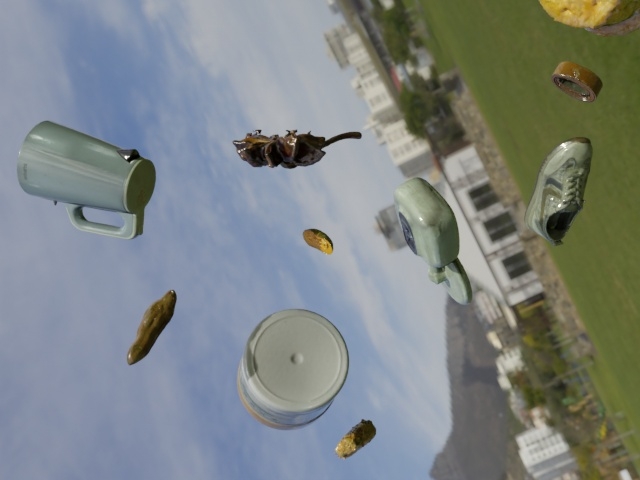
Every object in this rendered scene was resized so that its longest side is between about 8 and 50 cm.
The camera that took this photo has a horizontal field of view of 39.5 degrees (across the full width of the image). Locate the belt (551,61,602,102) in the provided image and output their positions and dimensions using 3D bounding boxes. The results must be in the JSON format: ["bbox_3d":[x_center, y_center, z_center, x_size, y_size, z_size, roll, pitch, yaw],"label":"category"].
[{"bbox_3d":[0.433,-0.269,1.501,0.083,0.036,0.059,30,164,7],"label":"belt"}]

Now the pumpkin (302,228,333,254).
[{"bbox_3d":[0.001,-0.001,1.951,0.083,0.028,0.050,35,144,23],"label":"pumpkin"}]

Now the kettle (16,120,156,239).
[{"bbox_3d":[-0.465,-0.111,1.802,0.160,0.243,0.210,-39,-37,-62],"label":"kettle"}]

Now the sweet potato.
[{"bbox_3d":[-0.348,0.181,1.822,0.053,0.054,0.182,76,-146,-52],"label":"sweet potato"}]

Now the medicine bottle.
[{"bbox_3d":[-0.068,0.296,2.031,0.232,0.238,0.237,109,141,-67],"label":"medicine bottle"}]

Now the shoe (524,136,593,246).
[{"bbox_3d":[0.552,-0.110,2.021,0.098,0.103,0.274,-121,30,-43],"label":"shoe"}]

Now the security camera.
[{"bbox_3d":[0.209,0.018,1.666,0.157,0.080,0.301,53,170,42],"label":"security camera"}]

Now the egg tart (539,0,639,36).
[{"bbox_3d":[0.456,-0.465,1.520,0.288,0.118,0.288,34,151,22],"label":"egg tart"}]

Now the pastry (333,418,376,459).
[{"bbox_3d":[0.090,0.482,2.172,0.056,0.080,0.140,43,-146,11],"label":"pastry"}]

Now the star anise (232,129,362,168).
[{"bbox_3d":[-0.041,-0.168,1.616,0.177,0.234,0.073,-83,-14,-73],"label":"star anise"}]
